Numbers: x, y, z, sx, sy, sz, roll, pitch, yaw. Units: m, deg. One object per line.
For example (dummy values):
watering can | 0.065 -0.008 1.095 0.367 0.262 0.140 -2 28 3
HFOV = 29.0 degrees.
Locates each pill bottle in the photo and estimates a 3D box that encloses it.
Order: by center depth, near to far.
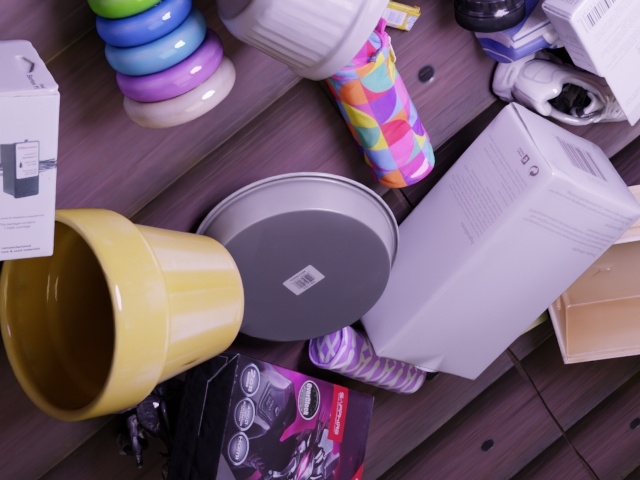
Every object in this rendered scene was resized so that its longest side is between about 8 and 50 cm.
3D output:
pill bottle | 0.210 -0.381 1.562 0.122 0.123 0.219 -23 130 -16

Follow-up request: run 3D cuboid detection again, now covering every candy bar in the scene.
candy bar | 0.064 -0.302 1.600 0.161 0.018 0.040 8 120 -35

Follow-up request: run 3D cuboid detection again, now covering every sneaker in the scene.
sneaker | 0.382 -0.310 1.709 0.315 0.127 0.182 -34 130 -8
sneaker | 0.390 -0.208 1.792 0.292 0.118 0.110 0 119 -32

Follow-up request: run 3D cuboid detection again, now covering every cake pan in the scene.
cake pan | -0.031 0.035 1.689 0.293 0.054 0.293 -6 134 -7

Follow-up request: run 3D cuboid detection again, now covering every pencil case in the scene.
pencil case | 0.079 -0.179 1.641 0.104 0.104 0.236 -33 133 -7
pencil case | 0.076 0.175 1.891 0.206 0.086 0.088 22 74 -41

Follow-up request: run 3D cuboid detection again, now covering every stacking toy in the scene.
stacking toy | -0.214 -0.295 1.382 0.141 0.141 0.330 -29 124 -10

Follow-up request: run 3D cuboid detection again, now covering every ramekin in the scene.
ramekin | -0.019 -0.325 1.382 0.127 0.273 0.273 15 113 -24

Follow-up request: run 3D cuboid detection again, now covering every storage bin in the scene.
storage bin | 0.487 0.052 1.945 0.260 0.123 0.262 -9 133 17

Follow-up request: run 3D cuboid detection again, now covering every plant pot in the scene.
plant pot | -0.236 0.082 1.551 0.239 0.254 0.254 -5 125 -47

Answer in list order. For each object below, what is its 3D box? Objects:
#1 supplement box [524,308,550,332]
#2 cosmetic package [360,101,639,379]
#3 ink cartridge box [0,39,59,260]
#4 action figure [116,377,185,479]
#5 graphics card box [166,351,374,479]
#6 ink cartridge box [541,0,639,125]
supplement box | 0.320 0.101 2.000 0.083 0.056 0.083 -29 131 -11
cosmetic package | 0.242 0.015 1.775 0.217 0.156 0.385 20 125 -39
ink cartridge box | -0.358 -0.104 1.397 0.086 0.153 0.209 -6 122 -26
action figure | -0.212 0.282 1.763 0.164 0.141 0.276 -15 101 -11
graphics card box | -0.063 0.301 1.763 0.371 0.094 0.233 27 70 -52
ink cartridge box | 0.438 -0.326 1.627 0.275 0.060 0.239 -49 137 -4
